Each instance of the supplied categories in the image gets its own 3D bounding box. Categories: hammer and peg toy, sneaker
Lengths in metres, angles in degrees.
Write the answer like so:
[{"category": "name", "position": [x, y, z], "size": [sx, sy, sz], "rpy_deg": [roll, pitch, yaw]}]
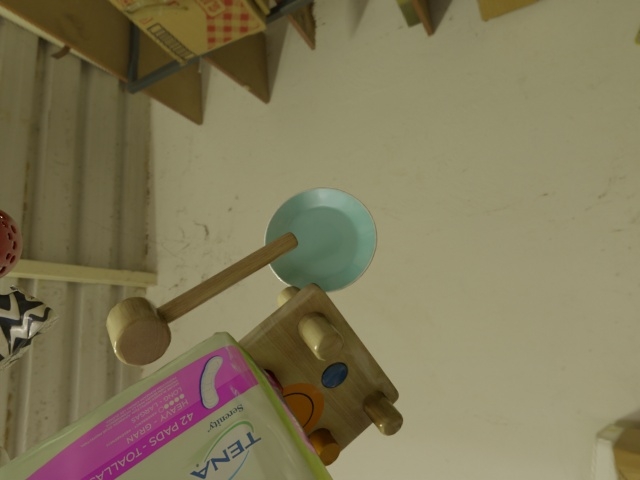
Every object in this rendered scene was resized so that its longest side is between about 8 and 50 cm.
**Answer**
[{"category": "hammer and peg toy", "position": [-0.060, 0.174, 0.563], "size": [0.361, 0.266, 0.127], "rpy_deg": [57, 170, -33]}, {"category": "sneaker", "position": [-0.733, 0.200, 1.035], "size": [0.153, 0.235, 0.094], "rpy_deg": [45, 179, 0]}]

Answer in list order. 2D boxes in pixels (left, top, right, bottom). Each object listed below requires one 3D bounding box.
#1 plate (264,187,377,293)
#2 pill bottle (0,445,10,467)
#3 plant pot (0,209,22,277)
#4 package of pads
[{"category": "plate", "position": [0.000, 0.000, 0.769], "size": [0.024, 0.188, 0.188], "rpy_deg": [73, -164, -69]}, {"category": "pill bottle", "position": [-0.659, 0.622, 0.869], "size": [0.229, 0.229, 0.408], "rpy_deg": [-31, -68, -60]}, {"category": "plant pot", "position": [-0.775, 0.008, 0.997], "size": [0.191, 0.174, 0.191], "rpy_deg": [0, -90, -17]}, {"category": "package of pads", "position": [-0.085, 0.233, 0.323], "size": [0.296, 0.229, 0.101], "rpy_deg": [48, 162, 38]}]
